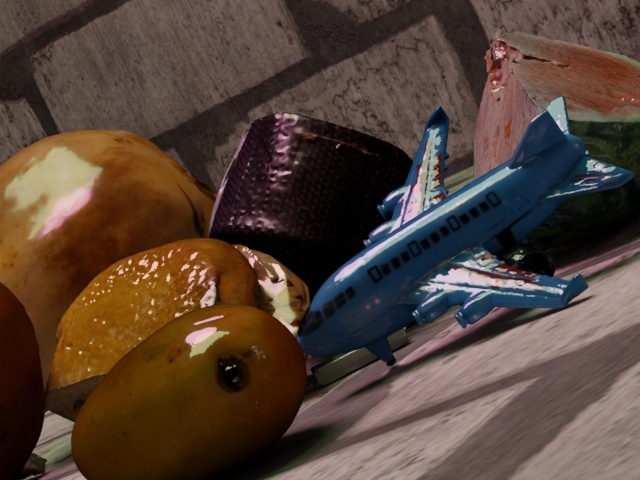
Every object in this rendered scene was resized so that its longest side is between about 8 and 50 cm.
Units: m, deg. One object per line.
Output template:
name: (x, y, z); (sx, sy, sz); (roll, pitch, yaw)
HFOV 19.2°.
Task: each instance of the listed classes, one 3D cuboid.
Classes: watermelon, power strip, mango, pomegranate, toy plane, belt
watermelon: (0.213, -0.088, 1.623); (0.224, 0.180, 0.305); (-38, 14, 9)
power strip: (0.032, 0.094, 1.556); (0.090, 0.016, 0.040); (-27, 2, -4)
mango: (-0.096, 0.119, 1.348); (0.138, 0.113, 0.253); (-34, 0, -39)
pomegranate: (-0.237, 0.044, 2.023); (0.332, 0.332, 0.332); (-26, 3, 1)
toy plane: (0.099, 0.004, 1.416); (0.271, 0.105, 0.254); (-42, 38, 8)
belt: (0.000, 0.000, 1.722); (0.184, 0.164, 0.289); (12, -13, 9)

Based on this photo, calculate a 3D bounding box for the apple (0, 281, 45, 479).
apple: (-0.419, 0.135, 1.637); (0.328, 0.295, 0.365); (-11, -32, -40)

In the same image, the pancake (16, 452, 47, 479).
pancake: (-0.378, 0.237, 1.931); (0.197, 0.054, 0.376); (2, -15, -15)

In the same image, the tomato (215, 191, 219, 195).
tomato: (-0.065, 0.009, 2.401); (0.260, 0.180, 0.260); (-28, 5, 3)

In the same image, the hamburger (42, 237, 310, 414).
hamburger: (-0.108, 0.077, 1.610); (0.283, 0.144, 0.157); (-20, 44, 42)
